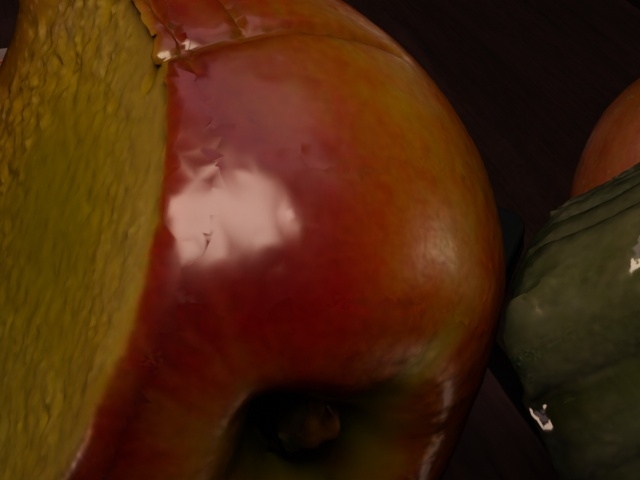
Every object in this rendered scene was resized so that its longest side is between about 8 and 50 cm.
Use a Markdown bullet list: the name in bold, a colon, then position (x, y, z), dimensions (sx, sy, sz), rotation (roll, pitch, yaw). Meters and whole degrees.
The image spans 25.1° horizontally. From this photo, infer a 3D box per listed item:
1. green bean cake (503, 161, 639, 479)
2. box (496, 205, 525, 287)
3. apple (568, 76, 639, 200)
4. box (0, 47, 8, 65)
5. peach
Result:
- **green bean cake**: position (0.179, 0.070, 0.611), dimensions (0.125, 0.223, 0.227), rotation (-27, 6, 27)
- **box**: position (0.000, 0.000, 0.867), dimensions (0.230, 0.050, 0.160), rotation (16, 27, 12)
- **apple**: position (0.248, 0.006, 0.802), dimensions (0.210, 0.173, 0.235), rotation (42, -5, -38)
- **box**: position (-0.180, -0.066, 0.845), dimensions (0.233, 0.067, 0.149), rotation (-9, 26, -15)
- **peach**: position (-0.051, 0.003, 0.618), dimensions (0.245, 0.248, 0.275), rotation (37, 20, -54)
